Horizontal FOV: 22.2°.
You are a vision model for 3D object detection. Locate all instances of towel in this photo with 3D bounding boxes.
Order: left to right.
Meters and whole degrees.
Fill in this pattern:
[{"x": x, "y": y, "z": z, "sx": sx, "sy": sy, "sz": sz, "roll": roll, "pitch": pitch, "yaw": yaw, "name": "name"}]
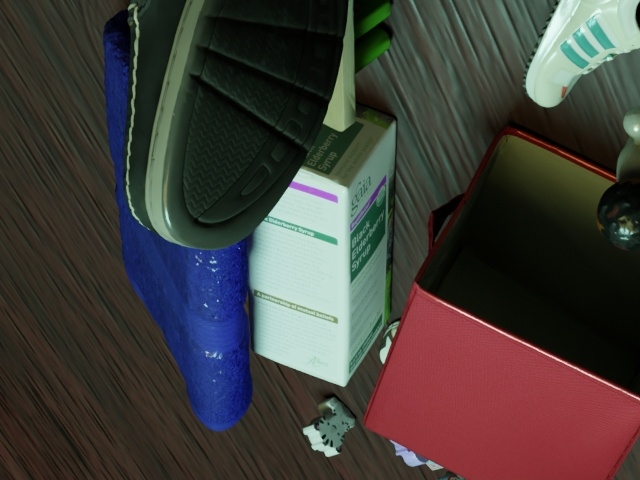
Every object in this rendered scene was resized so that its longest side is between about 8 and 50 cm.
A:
[{"x": -0.106, "y": -0.017, "z": 1.348, "sx": 0.308, "sy": 0.076, "sz": 0.227, "roll": 92, "pitch": 153, "yaw": -49, "name": "towel"}]

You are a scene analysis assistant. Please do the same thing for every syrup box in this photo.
[{"x": 0.000, "y": 0.000, "z": 1.344, "sx": 0.096, "sy": 0.093, "sz": 0.236, "roll": 19, "pitch": 139, "yaw": 17, "name": "syrup box"}]

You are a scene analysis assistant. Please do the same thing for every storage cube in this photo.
[{"x": 0.164, "y": 0.067, "z": 1.232, "sx": 0.215, "sy": 0.183, "sz": 0.193, "roll": 26, "pitch": 142, "yaw": 8, "name": "storage cube"}]

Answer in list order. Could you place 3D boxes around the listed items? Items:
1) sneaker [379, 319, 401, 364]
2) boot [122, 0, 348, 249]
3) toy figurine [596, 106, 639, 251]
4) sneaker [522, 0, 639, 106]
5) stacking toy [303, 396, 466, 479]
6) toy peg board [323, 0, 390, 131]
[{"x": 0.081, "y": 0.091, "z": 1.422, "sx": 0.040, "sy": 0.043, "sz": 0.109, "roll": 39, "pitch": 142, "yaw": -10, "name": "sneaker"}, {"x": -0.127, "y": -0.188, "z": 1.076, "sx": 0.284, "sy": 0.377, "sz": 0.138, "roll": 6, "pitch": 175, "yaw": 36, "name": "boot"}, {"x": 0.299, "y": -0.037, "z": 1.061, "sx": 0.210, "sy": 0.148, "sz": 0.213, "roll": 35, "pitch": 141, "yaw": -2, "name": "toy figurine"}, {"x": 0.193, "y": -0.138, "z": 1.100, "sx": 0.075, "sy": 0.057, "sz": 0.161, "roll": 31, "pitch": 138, "yaw": 11, "name": "sneaker"}, {"x": 0.109, "y": 0.212, "z": 1.521, "sx": 0.221, "sy": 0.052, "sz": 0.167, "roll": 46, "pitch": 139, "yaw": -16, "name": "stacking toy"}, {"x": -0.021, "y": -0.190, "z": 1.194, "sx": 0.161, "sy": 0.079, "sz": 0.161, "roll": 30, "pitch": 142, "yaw": 29, "name": "toy peg board"}]
